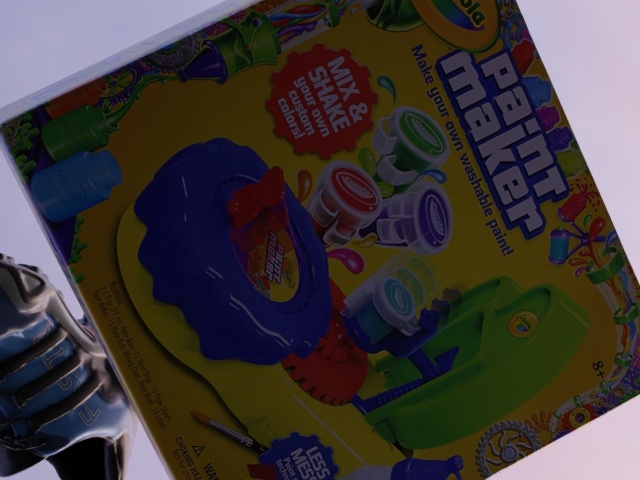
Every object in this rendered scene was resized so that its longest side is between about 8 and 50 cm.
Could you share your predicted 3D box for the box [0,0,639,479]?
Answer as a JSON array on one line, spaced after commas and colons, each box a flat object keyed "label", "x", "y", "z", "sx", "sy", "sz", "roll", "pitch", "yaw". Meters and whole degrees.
[{"label": "box", "x": 0.000, "y": 0.000, "z": 0.951, "sx": 0.279, "sy": 0.177, "sz": 0.290, "roll": -28, "pitch": -79, "yaw": -9}]

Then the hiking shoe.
[{"label": "hiking shoe", "x": -0.223, "y": 0.097, "z": 1.179, "sx": 0.304, "sy": 0.113, "sz": 0.132, "roll": 28, "pitch": -128, "yaw": -49}]
